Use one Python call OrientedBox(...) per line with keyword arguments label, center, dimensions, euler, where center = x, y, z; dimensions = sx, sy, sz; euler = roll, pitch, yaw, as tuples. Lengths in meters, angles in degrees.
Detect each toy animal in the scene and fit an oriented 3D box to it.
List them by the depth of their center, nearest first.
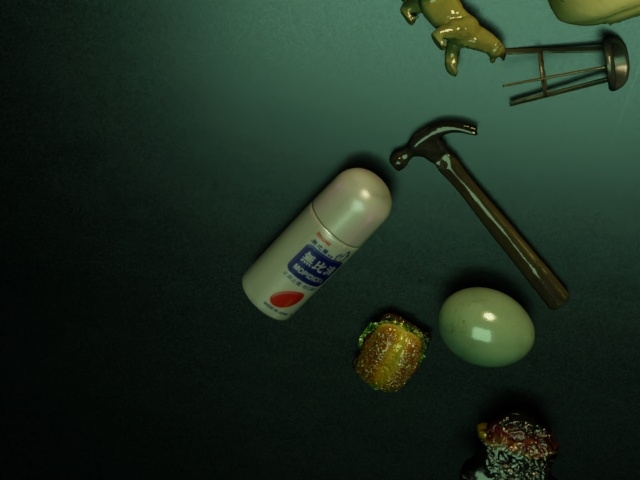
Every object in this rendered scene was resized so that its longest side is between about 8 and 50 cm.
OrientedBox(label="toy animal", center=(0.227, -0.381, 1.856), dimensions=(0.101, 0.103, 0.219), euler=(-39, 88, -2))

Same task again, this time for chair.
OrientedBox(label="chair", center=(0.430, -0.295, 1.855), dimensions=(0.221, 0.095, 0.104), euler=(-8, 107, 12))

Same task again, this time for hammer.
OrientedBox(label="hammer", center=(0.325, -0.040, 2.014), dimensions=(0.168, 0.044, 0.440), euler=(-35, 104, 23))

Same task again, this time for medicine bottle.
OrientedBox(label="medicine bottle", center=(0.000, 0.000, 2.040), dimensions=(0.130, 0.130, 0.341), euler=(41, 113, -8))

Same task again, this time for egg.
OrientedBox(label="egg", center=(0.319, 0.168, 2.044), dimensions=(0.192, 0.149, 0.149), euler=(23, 115, -3))

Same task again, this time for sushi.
OrientedBox(label="sushi", center=(0.394, 0.415, 2.145), dimensions=(0.172, 0.153, 0.151), euler=(7, 97, 30))

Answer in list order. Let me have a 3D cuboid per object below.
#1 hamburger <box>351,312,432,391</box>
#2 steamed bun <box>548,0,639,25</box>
OrientedBox(label="hamburger", center=(0.135, 0.233, 2.138), dimensions=(0.137, 0.087, 0.166), euler=(29, 115, -3))
OrientedBox(label="steamed bun", center=(0.477, -0.476, 1.730), dimensions=(0.272, 0.166, 0.232), euler=(-13, 112, 15))
